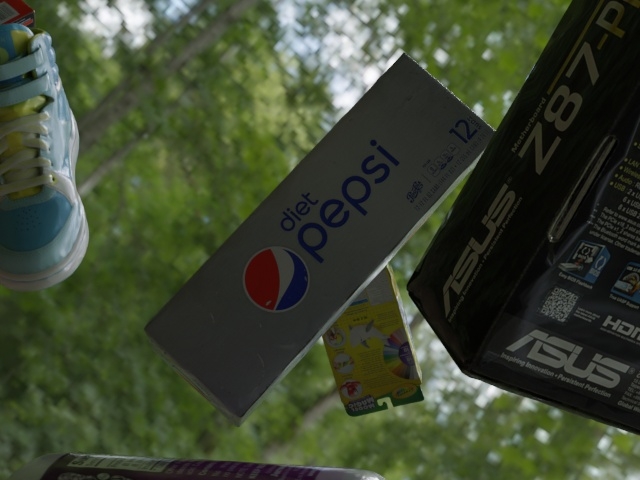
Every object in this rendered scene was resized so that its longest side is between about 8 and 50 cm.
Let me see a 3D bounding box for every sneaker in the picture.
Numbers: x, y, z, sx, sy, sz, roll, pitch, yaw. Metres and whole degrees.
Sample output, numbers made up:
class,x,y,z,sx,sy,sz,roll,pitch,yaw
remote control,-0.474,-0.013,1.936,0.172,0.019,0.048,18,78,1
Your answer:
class,x,y,z,sx,sy,sz,roll,pitch,yaw
sneaker,-0.335,-0.109,1.448,0.319,0.127,0.208,-107,-174,-47

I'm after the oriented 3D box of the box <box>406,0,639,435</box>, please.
class,x,y,z,sx,sy,sz,roll,pitch,yaw
box,0.286,-0.024,0.680,0.394,0.318,0.097,21,19,-26

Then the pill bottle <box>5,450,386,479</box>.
class,x,y,z,sx,sy,sz,roll,pitch,yaw
pill bottle,-0.109,0.217,0.817,0.301,0.169,0.169,0,-35,12

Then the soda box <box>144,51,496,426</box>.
class,x,y,z,sx,sy,sz,roll,pitch,yaw
soda box,0.000,0.000,0.995,0.098,0.286,0.091,41,-12,5

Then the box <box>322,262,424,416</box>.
class,x,y,z,sx,sy,sz,roll,pitch,yaw
box,0.059,0.122,1.628,0.043,0.105,0.179,-68,143,-74

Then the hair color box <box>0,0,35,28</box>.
class,x,y,z,sx,sy,sz,roll,pitch,yaw
hair color box,-0.380,-0.220,1.605,0.043,0.072,0.141,40,-33,21
